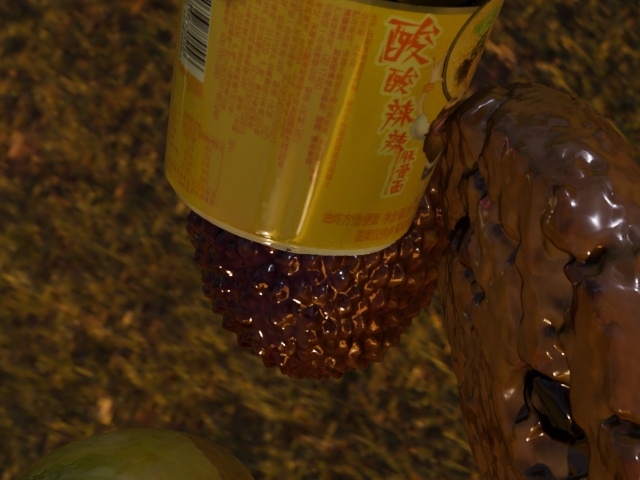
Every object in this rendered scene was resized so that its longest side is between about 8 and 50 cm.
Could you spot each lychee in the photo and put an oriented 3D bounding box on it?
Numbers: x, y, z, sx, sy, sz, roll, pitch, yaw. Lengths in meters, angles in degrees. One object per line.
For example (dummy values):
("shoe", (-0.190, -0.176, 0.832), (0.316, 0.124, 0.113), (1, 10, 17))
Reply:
("lychee", (0.000, 0.000, 1.549), (0.271, 0.271, 0.271), (-13, 64, 29))

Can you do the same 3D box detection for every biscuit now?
("biscuit", (0.105, 0.074, 0.755), (0.075, 0.296, 0.296), (-15, 58, -9))

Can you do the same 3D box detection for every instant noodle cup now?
("instant noodle cup", (0.005, -0.127, 1.000), (0.215, 0.215, 0.236), (35, 120, 38))

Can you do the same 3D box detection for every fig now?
("fig", (-0.158, 0.288, 1.607), (0.258, 0.326, 0.258), (5, 103, 24))
